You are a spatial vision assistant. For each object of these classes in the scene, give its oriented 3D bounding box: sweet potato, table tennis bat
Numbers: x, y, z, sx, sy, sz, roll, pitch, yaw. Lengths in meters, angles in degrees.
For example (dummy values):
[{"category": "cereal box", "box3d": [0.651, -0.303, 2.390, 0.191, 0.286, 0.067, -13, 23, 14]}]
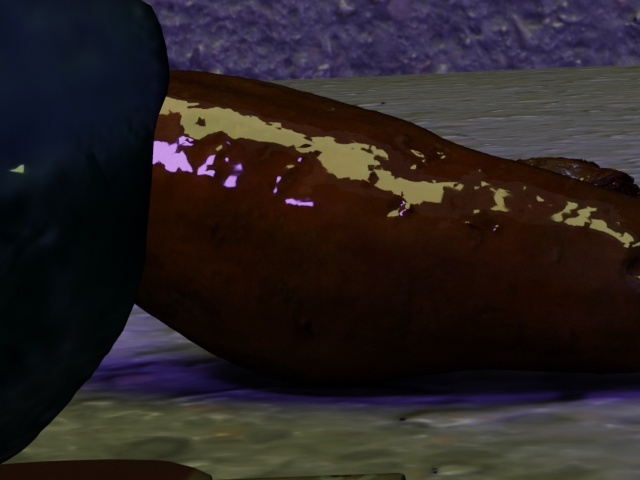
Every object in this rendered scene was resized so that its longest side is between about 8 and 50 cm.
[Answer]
[{"category": "sweet potato", "box3d": [-0.005, -0.001, 0.731, 0.359, 0.112, 0.112, 19, 16, 22]}, {"category": "table tennis bat", "box3d": [-0.053, 0.074, 0.550, 0.156, 0.013, 0.087, -3, 5, 10]}]

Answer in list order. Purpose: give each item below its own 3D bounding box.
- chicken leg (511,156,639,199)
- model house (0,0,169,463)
[{"category": "chicken leg", "box3d": [0.113, -0.008, 0.957, 0.253, 0.051, 0.106, 3, 16, 30]}, {"category": "model house", "box3d": [-0.252, -0.012, 0.438, 0.295, 0.251, 0.329, 3, 14, 41]}]
